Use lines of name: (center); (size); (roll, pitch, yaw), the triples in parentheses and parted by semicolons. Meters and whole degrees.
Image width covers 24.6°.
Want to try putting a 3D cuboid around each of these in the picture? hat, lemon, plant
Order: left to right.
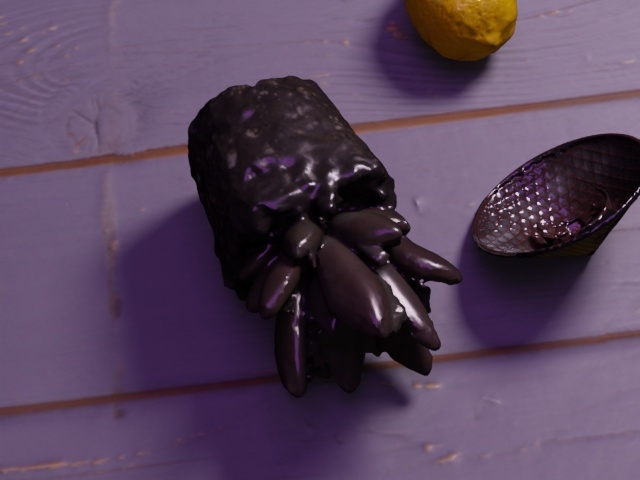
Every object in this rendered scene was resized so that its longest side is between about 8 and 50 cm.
plant: (0.000, 0.000, 1.406); (0.194, 0.182, 0.321); (-19, 63, -12)
lemon: (0.148, -0.259, 1.575); (0.114, 0.114, 0.155); (-23, 58, -8)
hat: (0.253, -0.019, 1.458); (0.193, 0.082, 0.193); (-27, 26, 14)
